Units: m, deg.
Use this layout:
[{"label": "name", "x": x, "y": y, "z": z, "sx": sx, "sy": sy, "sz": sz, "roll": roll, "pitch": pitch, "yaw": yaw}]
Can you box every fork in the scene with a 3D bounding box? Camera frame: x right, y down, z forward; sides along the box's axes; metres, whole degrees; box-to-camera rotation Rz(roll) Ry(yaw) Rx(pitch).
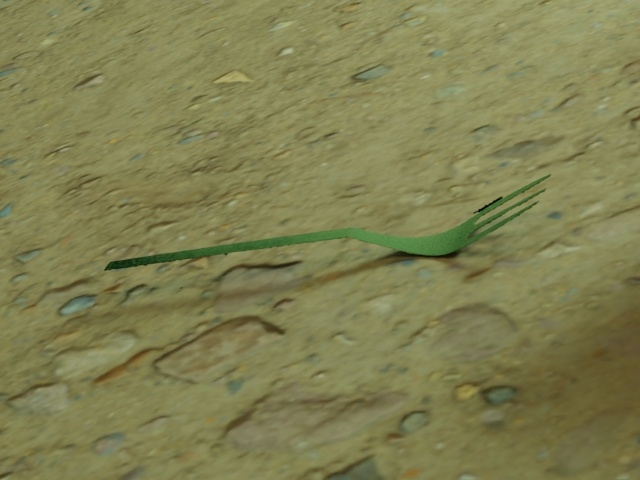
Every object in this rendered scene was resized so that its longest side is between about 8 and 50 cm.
[{"label": "fork", "x": 0.001, "y": 0.002, "z": 0.899, "sx": 0.235, "sy": 0.021, "sz": 0.039, "roll": -10, "pitch": 21, "yaw": 24}]
